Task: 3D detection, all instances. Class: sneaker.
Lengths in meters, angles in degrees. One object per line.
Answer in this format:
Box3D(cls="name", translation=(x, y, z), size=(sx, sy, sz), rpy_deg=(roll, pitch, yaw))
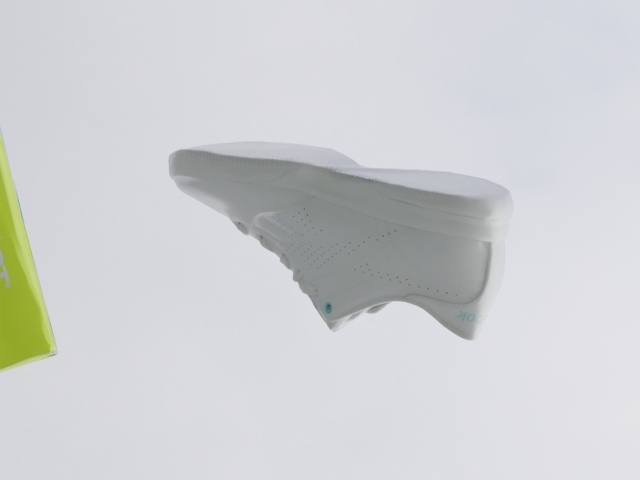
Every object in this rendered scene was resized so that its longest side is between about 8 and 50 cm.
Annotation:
Box3D(cls="sneaker", translation=(0.000, 0.000, 0.812), size=(0.212, 0.080, 0.094), rpy_deg=(15, -72, 34))

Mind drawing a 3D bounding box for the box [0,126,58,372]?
Box3D(cls="box", translation=(-0.146, -0.029, 0.575), size=(0.109, 0.042, 0.178), rpy_deg=(-142, -141, -60))
